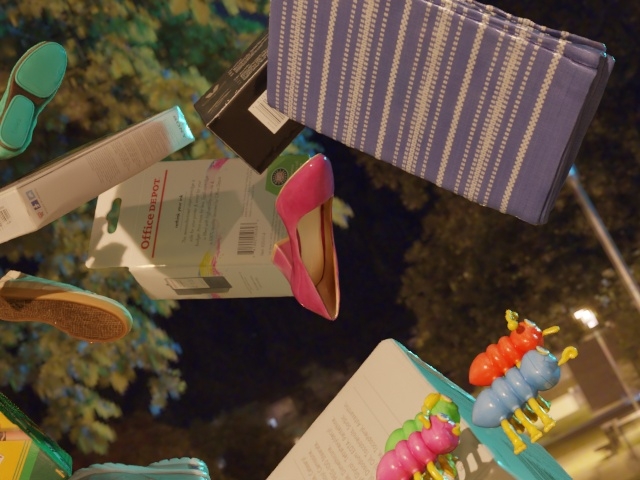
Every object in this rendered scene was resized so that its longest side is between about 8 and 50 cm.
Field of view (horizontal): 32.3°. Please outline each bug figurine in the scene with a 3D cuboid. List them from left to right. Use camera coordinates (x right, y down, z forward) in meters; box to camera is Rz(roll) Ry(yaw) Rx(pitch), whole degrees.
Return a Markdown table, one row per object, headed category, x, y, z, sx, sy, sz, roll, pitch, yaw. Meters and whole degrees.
| category | x | y | z | sx | sy | sz | roll | pitch | yaw |
| --- | --- | --- | --- | --- | --- | --- | --- | --- | --- |
| bug figurine | 0.142 | 0.155 | 1.034 | 0.216 | 0.072 | 0.279 | -41 | -3 | 7 |

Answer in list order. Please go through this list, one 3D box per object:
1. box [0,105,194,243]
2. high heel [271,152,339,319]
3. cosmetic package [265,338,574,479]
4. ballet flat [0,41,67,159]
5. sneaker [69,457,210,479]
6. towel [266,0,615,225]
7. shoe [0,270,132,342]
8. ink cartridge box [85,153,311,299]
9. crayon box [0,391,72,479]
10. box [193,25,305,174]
| category | x | y | z | sx | sy | sz | roll | pitch | yaw |
| --- | --- | --- | --- | --- | --- | --- | --- | --- | --- |
| box | -0.331 | -0.064 | 1.351 | 0.232 | 0.058 | 0.322 | -17 | 12 | 32 |
| high heel | 0.000 | 0.000 | 1.355 | 0.082 | 0.117 | 0.244 | -29 | -24 | -33 |
| cosmetic package | 0.123 | 0.406 | 1.356 | 0.393 | 0.329 | 0.327 | -50 | 28 | 4 |
| ballet flat | -0.516 | -0.240 | 1.900 | 0.083 | 0.247 | 0.087 | 35 | -37 | -28 |
| sneaker | -0.280 | 0.393 | 1.616 | 0.281 | 0.115 | 0.105 | -7 | -49 | -27 |
| towel | 0.101 | -0.158 | 1.094 | 0.040 | 0.336 | 0.243 | -55 | -16 | -35 |
| shoe | -0.332 | 0.077 | 1.416 | 0.058 | 0.219 | 0.076 | -59 | -30 | -43 |
| ink cartridge box | -0.185 | -0.018 | 1.799 | 0.354 | 0.207 | 0.119 | -1 | -29 | 12 |
| crayon box | -0.478 | 0.258 | 1.424 | 0.165 | 0.278 | 0.081 | -44 | 12 | -3 |
| box | -0.064 | -0.179 | 1.346 | 0.156 | 0.093 | 0.158 | -46 | 20 | 3 |
